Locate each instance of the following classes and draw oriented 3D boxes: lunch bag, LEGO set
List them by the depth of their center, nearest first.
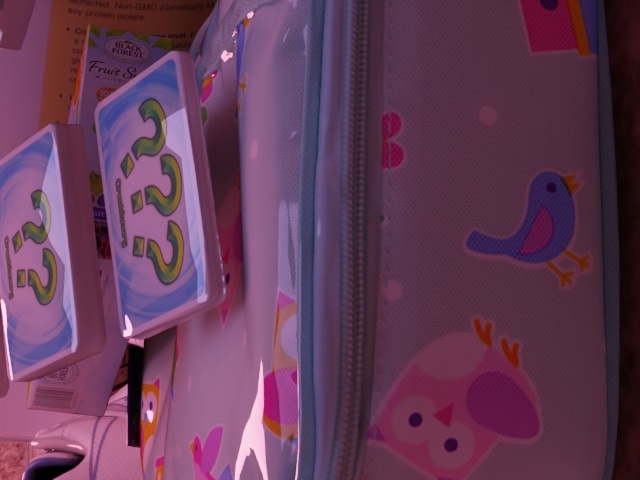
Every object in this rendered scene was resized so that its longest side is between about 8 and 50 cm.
[{"bbox_3d":[-0.114,-0.076,0.442,0.182,0.060,0.244,-23,70,47],"label":"LEGO set"},{"bbox_3d":[0.000,0.000,0.470,0.279,0.107,0.224,146,125,-70],"label":"lunch bag"}]

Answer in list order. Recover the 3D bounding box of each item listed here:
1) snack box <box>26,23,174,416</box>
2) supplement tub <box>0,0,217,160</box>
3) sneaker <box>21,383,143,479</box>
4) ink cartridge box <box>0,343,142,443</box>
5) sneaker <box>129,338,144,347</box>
[{"bbox_3d":[-0.090,-0.003,0.530,0.141,0.037,0.100,120,154,-56],"label":"snack box"},{"bbox_3d":[-0.118,-0.145,0.668,0.241,0.241,0.331,-108,26,-51],"label":"supplement tub"},{"bbox_3d":[-0.130,0.139,0.860,0.297,0.129,0.111,173,97,-75],"label":"sneaker"},{"bbox_3d":[-0.202,0.080,1.082,0.203,0.085,0.148,-2,-84,-86],"label":"ink cartridge box"},{"bbox_3d":[-0.109,0.055,0.896,0.083,0.071,0.190,61,157,-2],"label":"sneaker"}]
